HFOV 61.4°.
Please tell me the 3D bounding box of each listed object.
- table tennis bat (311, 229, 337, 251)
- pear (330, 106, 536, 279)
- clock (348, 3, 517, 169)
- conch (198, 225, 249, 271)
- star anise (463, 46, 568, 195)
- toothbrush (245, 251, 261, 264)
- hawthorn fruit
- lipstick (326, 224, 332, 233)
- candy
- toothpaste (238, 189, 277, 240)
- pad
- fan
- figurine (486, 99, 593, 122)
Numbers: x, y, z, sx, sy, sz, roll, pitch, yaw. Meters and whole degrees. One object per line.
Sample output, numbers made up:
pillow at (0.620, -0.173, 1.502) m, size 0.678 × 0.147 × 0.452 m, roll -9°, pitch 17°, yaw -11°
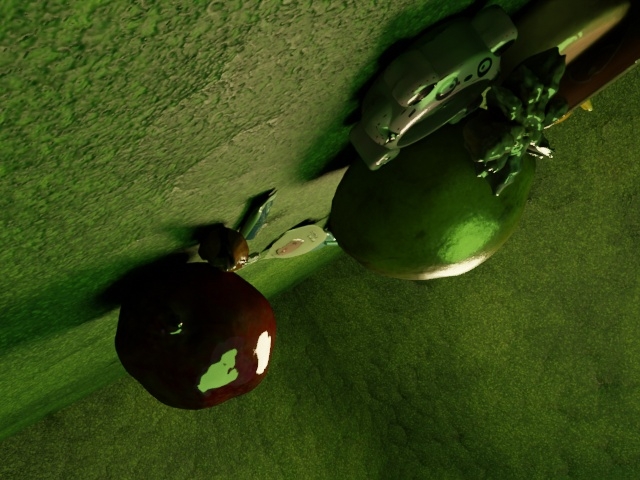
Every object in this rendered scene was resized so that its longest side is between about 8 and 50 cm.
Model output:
table tennis bat at (0.000, 0.000, 1.638) m, size 0.237 × 0.038 × 0.149 m, roll -4°, pitch 156°, yaw -20°
pear at (0.220, -0.086, 1.067) m, size 0.413 × 0.352 × 0.352 m, roll -32°, pitch 175°, yaw 32°
clock at (0.157, -0.216, 0.778) m, size 0.228 × 0.090 × 0.248 m, roll -32°, pitch 173°, yaw -12°
conch at (-0.174, 0.015, 0.981) m, size 0.233 × 0.086 × 0.080 m, roll 106°, pitch 8°, yaw -83°
star anise at (0.296, -0.173, 0.822) m, size 0.236 × 0.093 × 0.229 m, roll -23°, pitch 130°, yaw -36°
toothbrush at (-0.272, 0.091, 1.424) m, size 0.288 × 0.021 × 0.024 m, roll -28°, pitch 162°, yaw -39°
hawthorn fruit at (-0.250, 0.188, 1.058) m, size 0.308 × 0.308 × 0.325 m, roll -35°, pitch 164°, yaw 27°
lipstick at (0.072, -0.054, 1.724) m, size 0.077 × 0.077 × 0.418 m, roll -31°, pitch 175°, yaw -11°
candy at (0.386, -0.336, 0.918) m, size 0.255 × 0.094 × 0.255 m, roll -32°, pitch 174°, yaw -4°
toothpaste at (-0.125, -0.039, 1.041) m, size 0.057 × 0.035 × 0.197 m, roll -47°, pitch -179°, yaw -30°
pad at (0.512, -0.364, 0.980) m, size 0.286 × 0.018 × 0.284 m, roll -44°, pitch -159°, yaw 60°
fan at (-0.128, 0.037, 1.564) m, size 0.310 × 0.010 × 0.182 m, roll -25°, pitch 154°, yaw 9°
figurine at (0.568, -0.357, 1.434) m, size 0.228 × 0.215 × 0.215 m, roll -51°, pitch 166°, yaw 25°
